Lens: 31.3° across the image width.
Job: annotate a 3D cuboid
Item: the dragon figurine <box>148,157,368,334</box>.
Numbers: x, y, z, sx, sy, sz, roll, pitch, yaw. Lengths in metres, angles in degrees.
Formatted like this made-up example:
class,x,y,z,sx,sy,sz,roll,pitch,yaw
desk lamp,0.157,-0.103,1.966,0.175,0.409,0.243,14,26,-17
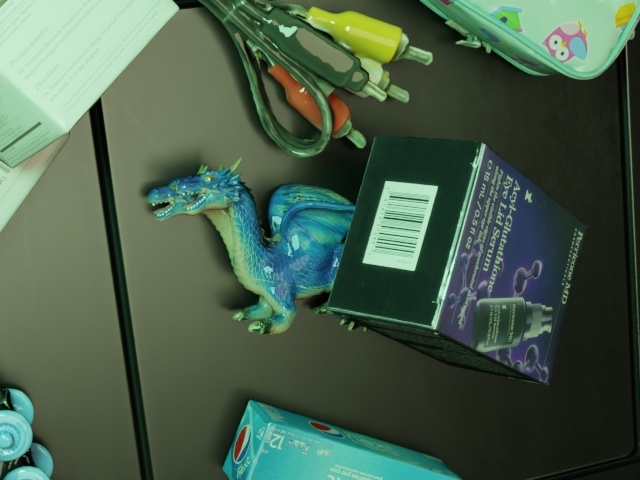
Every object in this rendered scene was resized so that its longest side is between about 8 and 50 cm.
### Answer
class,x,y,z,sx,sy,sz,roll,pitch,yaw
dragon figurine,0.000,0.000,0.975,0.289,0.085,0.144,0,100,-19

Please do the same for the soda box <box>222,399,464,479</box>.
class,x,y,z,sx,sy,sz,roll,pitch,yaw
soda box,0.024,0.213,1.031,0.210,0.067,0.071,21,93,-21

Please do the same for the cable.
class,x,y,z,sx,sy,sz,roll,pitch,yaw
cable,-0.053,-0.179,0.958,0.287,0.072,0.139,35,104,-9

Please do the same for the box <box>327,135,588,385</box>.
class,x,y,z,sx,sy,sz,roll,pitch,yaw
box,0.121,0.020,0.953,0.207,0.108,0.153,26,76,-49

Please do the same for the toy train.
class,x,y,z,sx,sy,sz,roll,pitch,yaw
toy train,-0.268,0.203,0.925,0.105,0.080,0.184,-19,105,-9

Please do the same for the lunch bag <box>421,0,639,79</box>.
class,x,y,z,sx,sy,sz,roll,pitch,yaw
lunch bag,0.206,-0.284,0.985,0.224,0.108,0.279,29,90,-24

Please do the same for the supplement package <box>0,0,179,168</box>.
class,x,y,z,sx,sy,sz,roll,pitch,yaw
supplement package,-0.249,-0.190,0.805,0.244,0.139,0.134,45,63,-18

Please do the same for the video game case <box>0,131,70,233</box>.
class,x,y,z,sx,sy,sz,roll,pitch,yaw
video game case,-0.406,-0.036,0.856,0.300,0.036,0.329,36,88,-21
